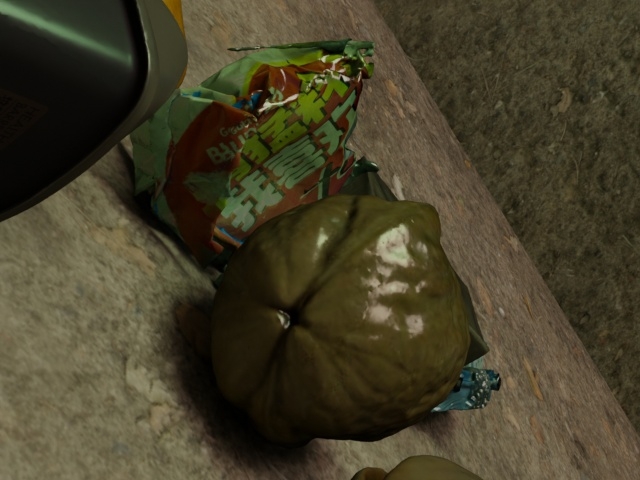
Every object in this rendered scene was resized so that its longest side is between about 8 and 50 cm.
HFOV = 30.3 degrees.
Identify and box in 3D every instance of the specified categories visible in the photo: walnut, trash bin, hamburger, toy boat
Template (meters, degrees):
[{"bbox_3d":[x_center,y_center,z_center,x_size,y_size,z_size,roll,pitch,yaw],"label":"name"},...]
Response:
[{"bbox_3d":[0.020,0.070,1.079,0.227,0.283,0.283,32,10,18],"label":"walnut"},{"bbox_3d":[-0.238,-0.126,0.752,0.290,0.209,0.182,19,47,-57],"label":"trash bin"},{"bbox_3d":[-0.074,-0.091,1.183,0.150,0.260,0.276,40,-28,28],"label":"hamburger"},{"bbox_3d":[0.169,0.167,1.534,0.238,0.109,0.098,5,85,-69],"label":"toy boat"}]

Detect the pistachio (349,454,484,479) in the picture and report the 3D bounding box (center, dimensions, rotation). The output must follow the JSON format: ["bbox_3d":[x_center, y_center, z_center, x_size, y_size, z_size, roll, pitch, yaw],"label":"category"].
[{"bbox_3d":[0.086,0.286,1.011,0.288,0.166,0.197,26,54,-62],"label":"pistachio"}]

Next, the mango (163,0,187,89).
[{"bbox_3d":[-0.199,-0.249,1.233,0.219,0.112,0.145,65,13,13],"label":"mango"}]

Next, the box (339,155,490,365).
[{"bbox_3d":[0.062,0.054,1.374,0.231,0.155,0.149,48,16,-26],"label":"box"}]
